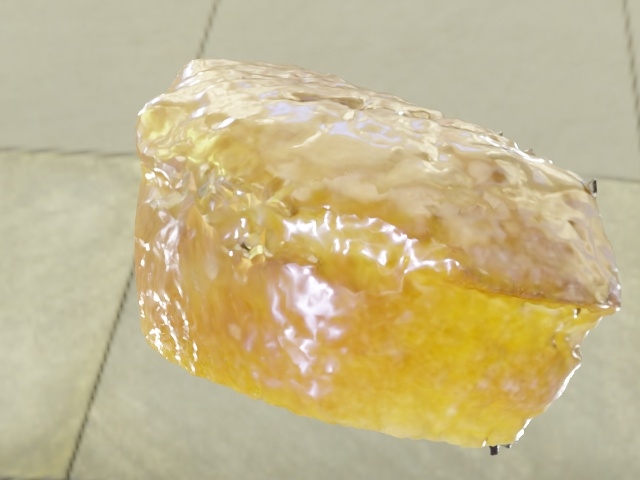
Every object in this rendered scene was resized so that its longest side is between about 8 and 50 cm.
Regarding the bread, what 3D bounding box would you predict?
[{"bbox_3d":[-0.010,-0.002,0.710,0.134,0.129,0.260,6,14,-40],"label":"bread"}]
